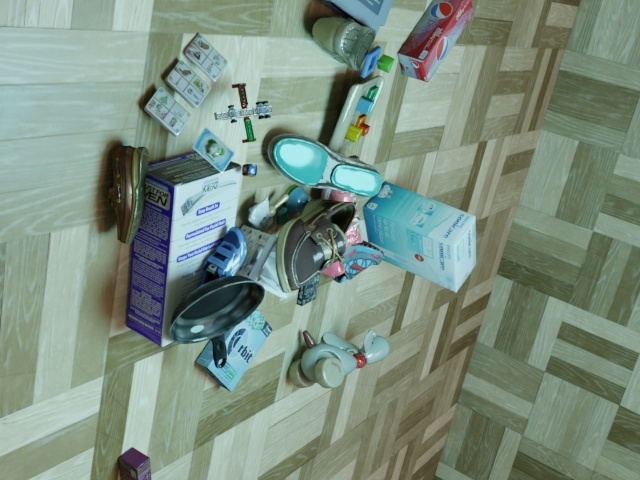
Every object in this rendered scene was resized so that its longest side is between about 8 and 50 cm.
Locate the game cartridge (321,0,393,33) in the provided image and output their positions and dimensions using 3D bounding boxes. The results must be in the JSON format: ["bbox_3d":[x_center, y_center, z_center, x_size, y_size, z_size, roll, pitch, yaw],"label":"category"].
[{"bbox_3d":[0.087,-0.587,1.787,0.297,0.062,0.198,10,97,-62],"label":"game cartridge"}]

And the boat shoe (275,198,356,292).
[{"bbox_3d":[0.000,0.000,1.807,0.342,0.123,0.123,-54,135,-58],"label":"boat shoe"}]

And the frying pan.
[{"bbox_3d":[-0.183,0.150,1.597,0.197,0.053,0.326,-33,156,1],"label":"frying pan"}]

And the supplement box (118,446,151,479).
[{"bbox_3d":[-0.398,0.496,1.754,0.043,0.055,0.083,-36,141,-46],"label":"supplement box"}]

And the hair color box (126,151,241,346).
[{"bbox_3d":[-0.264,0.013,1.568,0.185,0.110,0.339,-25,134,-52],"label":"hair color box"}]

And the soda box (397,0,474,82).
[{"bbox_3d":[0.309,-0.551,2.169,0.263,0.083,0.092,-56,151,-18],"label":"soda box"}]

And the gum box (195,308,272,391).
[{"bbox_3d":[-0.200,0.246,1.926,0.184,0.041,0.157,-56,150,-18],"label":"gum box"}]

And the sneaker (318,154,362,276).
[{"bbox_3d":[0.057,-0.054,2.020,0.314,0.136,0.116,-68,166,12],"label":"sneaker"}]

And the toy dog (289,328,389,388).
[{"bbox_3d":[0.047,0.301,2.283,0.333,0.220,0.161,-18,94,-64],"label":"toy dog"}]

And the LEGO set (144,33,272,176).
[{"bbox_3d":[-0.191,-0.229,1.505,0.244,0.060,0.182,41,66,-28],"label":"LEGO set"}]

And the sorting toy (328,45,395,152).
[{"bbox_3d":[0.098,-0.298,1.970,0.196,0.047,0.348,-35,151,-62],"label":"sorting toy"}]

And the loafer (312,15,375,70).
[{"bbox_3d":[0.052,-0.446,1.796,0.102,0.092,0.268,-62,170,7],"label":"loafer"}]

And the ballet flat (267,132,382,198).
[{"bbox_3d":[-0.003,-0.170,1.861,0.316,0.106,0.108,21,100,-34],"label":"ballet flat"}]

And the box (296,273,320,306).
[{"bbox_3d":[-0.031,0.125,2.153,0.067,0.018,0.083,-25,132,-52],"label":"box"}]

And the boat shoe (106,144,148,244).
[{"bbox_3d":[-0.339,-0.081,1.419,0.064,0.060,0.178,-79,179,-70],"label":"boat shoe"}]

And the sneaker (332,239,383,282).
[{"bbox_3d":[0.069,0.052,2.206,0.261,0.104,0.125,10,106,-52],"label":"sneaker"}]

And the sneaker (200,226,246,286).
[{"bbox_3d":[-0.186,0.042,1.558,0.059,0.053,0.144,14,97,-61],"label":"sneaker"}]

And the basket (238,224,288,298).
[{"bbox_3d":[-0.127,0.048,1.838,0.113,0.103,0.167,-63,151,-6],"label":"basket"}]

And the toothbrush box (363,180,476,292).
[{"bbox_3d":[0.283,-0.011,2.306,0.126,0.295,0.216,-51,149,-28],"label":"toothbrush box"}]

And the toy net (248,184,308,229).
[{"bbox_3d":[-0.105,-0.057,1.864,0.232,0.045,0.122,-12,123,-55],"label":"toy net"}]
